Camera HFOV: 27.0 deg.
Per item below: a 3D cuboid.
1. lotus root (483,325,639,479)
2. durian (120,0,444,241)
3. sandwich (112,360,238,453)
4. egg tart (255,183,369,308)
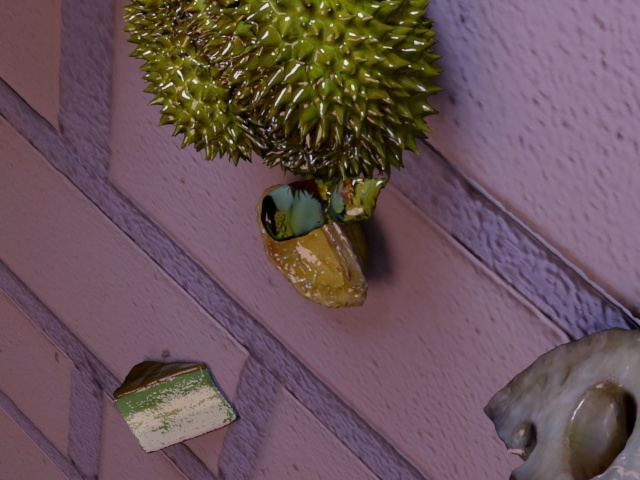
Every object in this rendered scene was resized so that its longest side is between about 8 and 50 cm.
[{"bbox_3d":[0.235,0.186,0.720,0.314,0.142,0.210,51,-172,-7],"label":"lotus root"},{"bbox_3d":[-0.014,-0.117,0.723,0.198,0.146,0.159,40,132,10],"label":"durian"},{"bbox_3d":[-0.128,0.145,1.287,0.116,0.074,0.074,-22,105,26],"label":"sandwich"},{"bbox_3d":[0.000,0.000,0.922,0.105,0.039,0.105,35,146,28],"label":"egg tart"}]
